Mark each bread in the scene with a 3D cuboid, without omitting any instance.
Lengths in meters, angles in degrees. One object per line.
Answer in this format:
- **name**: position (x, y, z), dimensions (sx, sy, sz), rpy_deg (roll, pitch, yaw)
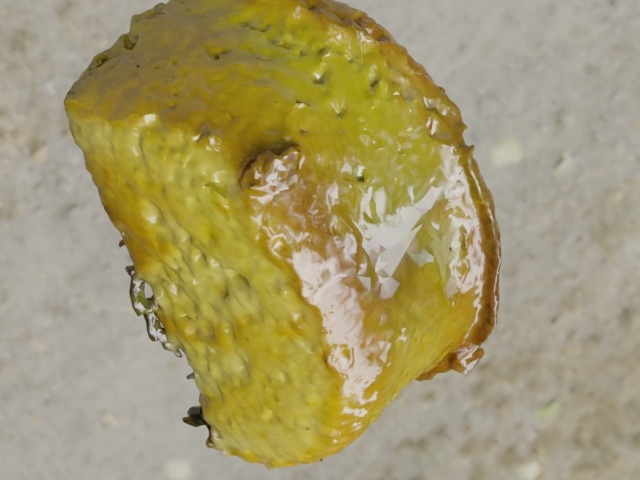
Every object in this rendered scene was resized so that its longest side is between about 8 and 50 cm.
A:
- **bread**: position (0.000, -0.005, 0.890), dimensions (0.160, 0.147, 0.260), rpy_deg (-39, 125, -34)
